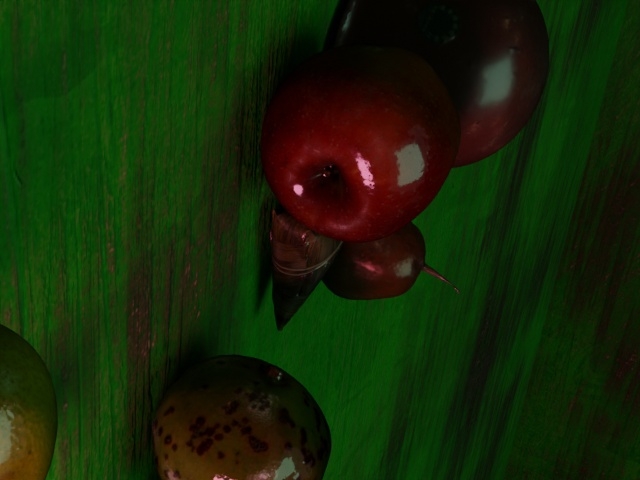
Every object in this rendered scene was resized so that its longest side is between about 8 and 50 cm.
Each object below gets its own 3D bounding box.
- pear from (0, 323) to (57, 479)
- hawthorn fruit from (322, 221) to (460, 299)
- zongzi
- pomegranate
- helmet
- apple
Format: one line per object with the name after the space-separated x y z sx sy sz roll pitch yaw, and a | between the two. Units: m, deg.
-0.294 0.134 0.864 0.216 0.166 0.180 20 105 -48 | pear
0.084 0.008 1.632 0.149 0.189 0.149 -9 90 -77 | hawthorn fruit
0.000 0.000 1.531 0.187 0.084 0.184 -45 151 -43 | zongzi
-0.100 0.250 1.377 0.211 0.211 0.263 -27 147 -60 | pomegranate
0.181 -0.227 1.560 0.385 0.230 0.338 10 100 -67 | helmet
0.044 -0.113 1.347 0.201 0.218 0.218 -41 146 -50 | apple
